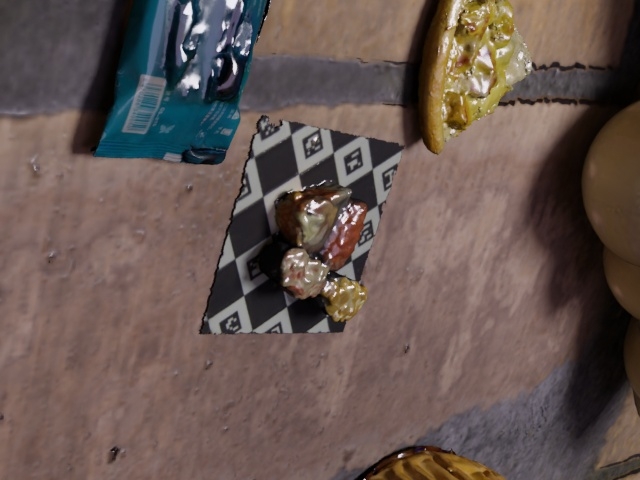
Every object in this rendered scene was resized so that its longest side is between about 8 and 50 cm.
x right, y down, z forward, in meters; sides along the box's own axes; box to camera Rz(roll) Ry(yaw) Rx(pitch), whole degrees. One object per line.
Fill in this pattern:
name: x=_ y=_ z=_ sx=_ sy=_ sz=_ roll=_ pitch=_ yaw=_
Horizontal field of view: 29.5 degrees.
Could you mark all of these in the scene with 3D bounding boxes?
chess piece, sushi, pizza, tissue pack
chess piece: x=0.275 y=0.022 z=0.899 sx=0.167 sy=0.167 sz=0.300 roll=-47 pitch=131 yaw=-16
sushi: x=0.000 y=0.000 z=0.682 sx=0.120 sy=0.026 sz=0.126 roll=4 pitch=108 yaw=-46
pizza: x=0.102 y=-0.113 z=0.725 sx=0.108 sy=0.026 sz=0.123 roll=-11 pitch=118 yaw=-45
tissue pack: x=-0.055 y=-0.101 z=0.571 sx=0.085 sy=0.028 sz=0.138 roll=2 pitch=107 yaw=-46

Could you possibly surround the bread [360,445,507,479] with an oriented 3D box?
bread: x=0.078 y=0.249 z=0.842 sx=0.199 sy=0.104 sz=0.199 roll=-21 pitch=125 yaw=-35
